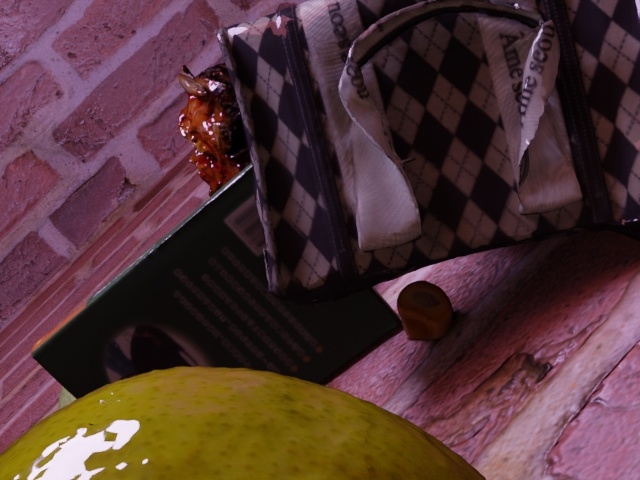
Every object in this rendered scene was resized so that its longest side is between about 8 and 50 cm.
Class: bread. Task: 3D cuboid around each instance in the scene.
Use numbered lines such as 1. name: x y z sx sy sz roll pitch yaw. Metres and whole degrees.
1. bread: 0.119 0.081 1.032 0.062 0.103 0.049 21 70 22

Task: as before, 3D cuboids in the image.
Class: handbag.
1. handbag: 0.127 -0.111 0.916 0.416 0.316 0.180 -15 -14 16

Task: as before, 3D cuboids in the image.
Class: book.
1. book: -0.125 0.112 1.120 0.371 0.260 0.043 -38 14 14

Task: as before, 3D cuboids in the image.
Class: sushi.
1. sushi: -0.113 -0.156 1.569 0.182 0.343 0.196 -37 16 -28

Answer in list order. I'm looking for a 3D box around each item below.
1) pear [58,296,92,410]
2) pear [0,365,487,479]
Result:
1. pear: -0.344 0.209 1.570 0.288 0.139 0.239 -24 40 60
2. pear: -0.044 0.241 0.522 0.391 0.391 0.391 -38 19 15
